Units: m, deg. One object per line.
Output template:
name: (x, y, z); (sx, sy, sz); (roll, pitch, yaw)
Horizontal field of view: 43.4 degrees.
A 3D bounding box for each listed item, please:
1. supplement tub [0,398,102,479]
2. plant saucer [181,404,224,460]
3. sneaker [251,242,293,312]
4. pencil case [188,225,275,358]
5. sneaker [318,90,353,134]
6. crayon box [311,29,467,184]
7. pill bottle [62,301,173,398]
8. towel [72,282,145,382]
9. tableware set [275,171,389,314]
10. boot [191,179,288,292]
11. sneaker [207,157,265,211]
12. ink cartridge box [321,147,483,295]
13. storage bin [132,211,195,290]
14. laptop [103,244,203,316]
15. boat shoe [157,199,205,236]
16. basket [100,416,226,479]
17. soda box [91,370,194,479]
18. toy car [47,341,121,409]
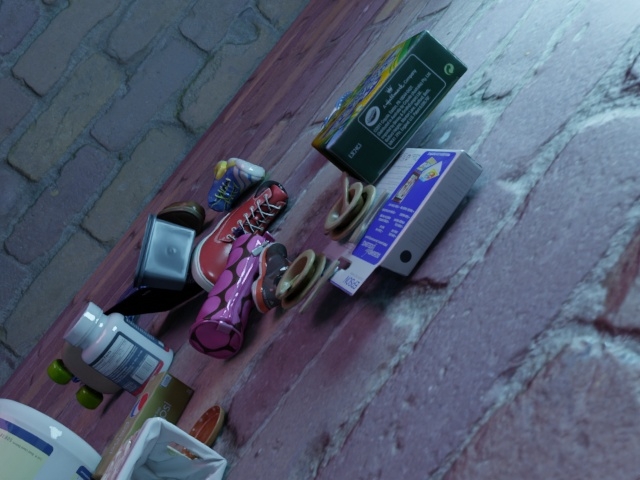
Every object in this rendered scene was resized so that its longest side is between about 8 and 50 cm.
supplement tub: (-0.491, 0.425, 1.181); (0.235, 0.235, 0.325); (-27, 26, 53)
plant saucer: (-0.155, 0.258, 1.074); (0.083, 0.013, 0.083); (-45, 17, 18)
sneaker: (-0.056, 0.053, 1.208); (0.065, 0.061, 0.158); (-16, 30, 16)
pencil case: (-0.129, 0.080, 1.248); (0.098, 0.095, 0.209); (-35, 26, 42)
sneaker: (0.034, -0.224, 1.523); (0.059, 0.053, 0.144); (-27, 28, 57)
crayon box: (0.086, -0.193, 1.203); (0.203, 0.083, 0.323); (-50, 8, 2)
pill bottle: (-0.368, 0.195, 1.458); (0.108, 0.180, 0.108); (-45, 18, 18)
towel: (-0.519, 0.202, 2.087); (0.243, 0.040, 0.336); (-44, 16, 27)
tableware set: (0.000, 0.000, 1.024); (0.194, 0.039, 0.128); (-54, 16, -6)
boot: (-0.140, -0.018, 1.490); (0.176, 0.088, 0.244); (-38, 18, 31)
sneaker: (-0.203, -0.122, 1.893); (0.240, 0.091, 0.126); (8, 79, 70)
ink cartridge box: (0.085, -0.021, 0.987); (0.208, 0.045, 0.206); (-52, 16, -3)
storage bin: (-0.285, 0.031, 1.473); (0.098, 0.091, 0.135); (125, 156, -63)
laptop: (-0.305, 0.055, 1.654); (0.234, 0.136, 0.264); (-28, 34, 50)
boat shoe: (-0.376, -0.058, 2.114); (0.307, 0.110, 0.104); (-25, 32, 55)
basket: (-0.202, 0.309, 0.927); (0.103, 0.113, 0.167); (-39, 21, 46)
soda box: (-0.267, 0.291, 1.216); (0.061, 0.058, 0.181); (-27, 29, 53)
toy car: (-0.449, 0.234, 1.679); (0.155, 0.149, 0.188); (-46, 6, 8)
